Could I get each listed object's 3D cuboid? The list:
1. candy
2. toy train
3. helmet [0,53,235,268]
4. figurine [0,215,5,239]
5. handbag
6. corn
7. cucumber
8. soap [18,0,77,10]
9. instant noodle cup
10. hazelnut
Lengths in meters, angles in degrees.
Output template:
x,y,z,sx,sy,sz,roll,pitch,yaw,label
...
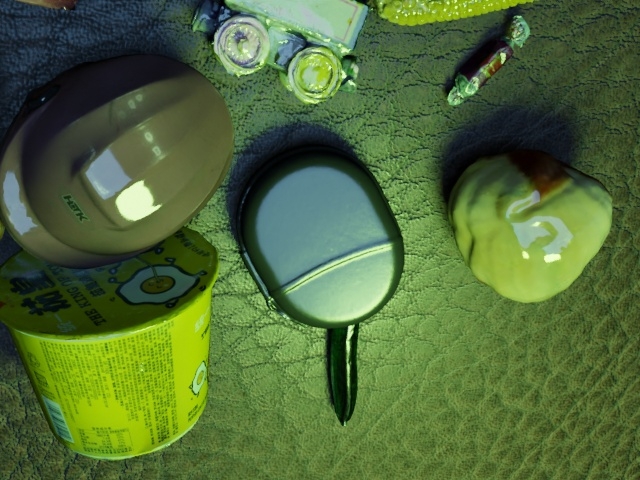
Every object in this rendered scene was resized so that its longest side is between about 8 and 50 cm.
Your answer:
x,y,z,sx,sy,sz,roll,pitch,yaw,label
0.268,-0.289,1.266,0.175,0.043,0.045,-45,114,9,candy
-0.050,-0.309,1.137,0.260,0.134,0.177,19,104,-18,toy train
-0.252,-0.116,1.062,0.338,0.197,0.271,-50,123,-39,helmet
-0.499,-0.036,1.065,0.142,0.263,0.190,5,112,-14,figurine
0.000,0.000,1.259,0.253,0.093,0.308,-28,103,-1,handbag
0.244,-0.404,1.173,0.346,0.130,0.130,-17,112,-5,corn
0.044,0.195,1.385,0.056,0.056,0.284,0,106,-12,cucumber
-0.435,-0.376,1.013,0.250,0.162,0.099,10,107,-15,soap
-0.301,0.149,1.165,0.325,0.325,0.254,-7,119,-10,instant noodle cup
0.345,-0.025,1.296,0.261,0.241,0.261,1,96,14,hazelnut
